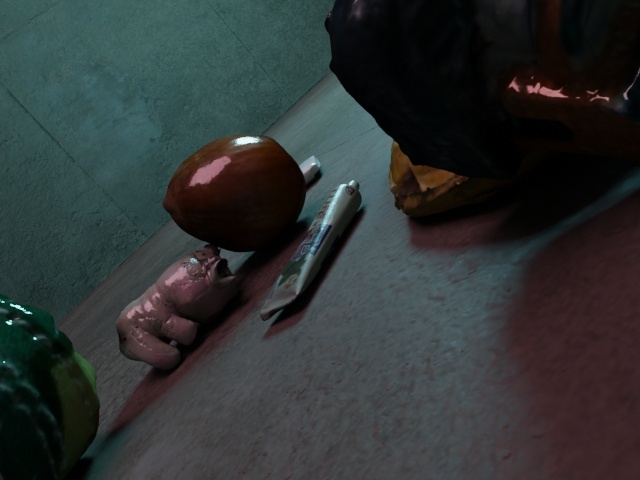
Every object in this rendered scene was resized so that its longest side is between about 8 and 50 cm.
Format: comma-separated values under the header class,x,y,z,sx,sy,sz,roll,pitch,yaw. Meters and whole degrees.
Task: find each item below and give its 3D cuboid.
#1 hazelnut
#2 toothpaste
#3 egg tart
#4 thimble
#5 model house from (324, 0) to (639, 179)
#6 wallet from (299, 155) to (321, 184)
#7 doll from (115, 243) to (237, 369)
class,x,y,z,sx,sy,sz,roll,pitch,yaw
hazelnut,-0.128,-0.070,0.959,0.214,0.176,0.214,-10,-10,-2
toothpaste,0.000,0.000,0.729,0.060,0.038,0.233,-31,20,43
egg tart,0.157,-0.142,0.592,0.290,0.115,0.290,-40,14,12
thimble,-0.393,0.200,0.711,0.288,0.254,0.167,-36,14,27
model house,0.182,-0.158,0.356,0.291,0.184,0.253,18,82,36
wallet,-0.072,-0.089,1.206,0.183,0.032,0.124,-41,14,8
doll,-0.185,0.083,0.852,0.192,0.095,0.149,-47,12,-12
